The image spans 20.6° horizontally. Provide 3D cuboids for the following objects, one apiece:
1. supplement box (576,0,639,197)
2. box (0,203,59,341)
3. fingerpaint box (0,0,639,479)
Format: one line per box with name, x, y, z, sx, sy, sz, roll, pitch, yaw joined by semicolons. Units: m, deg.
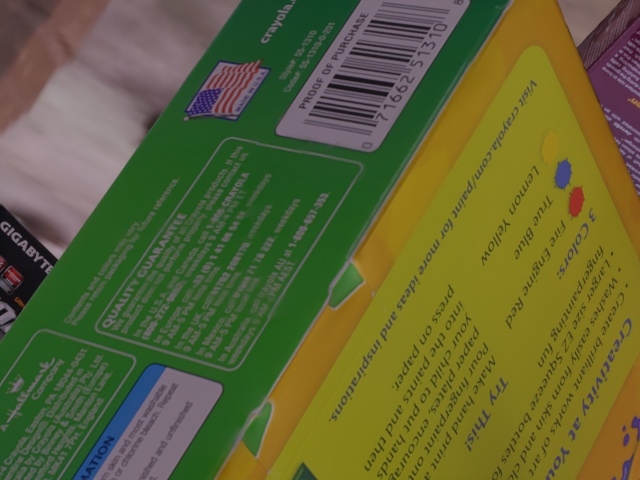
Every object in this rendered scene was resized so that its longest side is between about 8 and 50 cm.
supplement box;0.233;-0.110;1.219;0.104;0.081;0.188;35;132;-8
box;-0.283;0.101;1.636;0.220;0.175;0.051;46;147;-10
fingerpaint box;0.002;0.140;0.872;0.163;0.445;0.371;13;150;37
